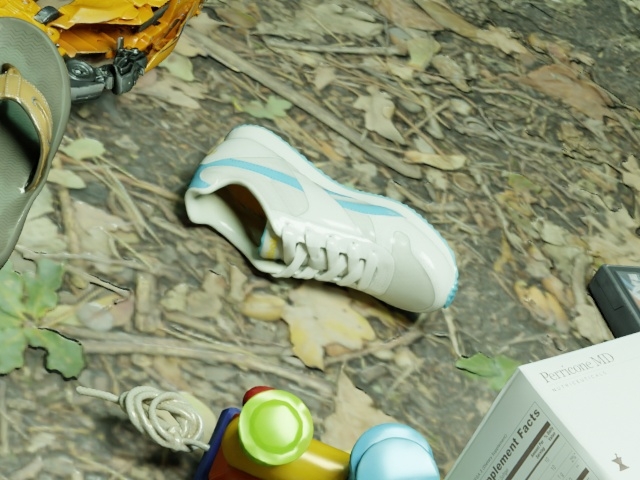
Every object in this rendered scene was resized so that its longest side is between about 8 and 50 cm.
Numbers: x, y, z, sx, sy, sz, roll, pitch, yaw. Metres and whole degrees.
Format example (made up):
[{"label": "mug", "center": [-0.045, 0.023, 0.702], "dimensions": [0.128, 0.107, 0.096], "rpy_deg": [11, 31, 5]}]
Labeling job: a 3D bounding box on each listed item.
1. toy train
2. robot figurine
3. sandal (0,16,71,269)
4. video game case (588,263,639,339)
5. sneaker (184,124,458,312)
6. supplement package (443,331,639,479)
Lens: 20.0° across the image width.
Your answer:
[{"label": "toy train", "center": [-0.044, 0.132, 1.164], "dimensions": [0.248, 0.143, 0.105], "rpy_deg": [23, 69, 0]}, {"label": "robot figurine", "center": [-0.216, -0.193, 1.512], "dimensions": [0.211, 0.085, 0.291], "rpy_deg": [34, 36, 8]}, {"label": "sandal", "center": [-0.237, -0.075, 1.325], "dimensions": [0.090, 0.060, 0.219], "rpy_deg": [19, 59, -8]}, {"label": "video game case", "center": [0.389, 0.132, 1.557], "dimensions": [0.248, 0.035, 0.275], "rpy_deg": [4, 43, -30]}, {"label": "sneaker", "center": [0.000, 0.000, 1.432], "dimensions": [0.228, 0.087, 0.092], "rpy_deg": [28, 43, 11]}, {"label": "supplement package", "center": [0.221, 0.177, 1.253], "dimensions": [0.262, 0.204, 0.145], "rpy_deg": [-12, 52, -41]}]
